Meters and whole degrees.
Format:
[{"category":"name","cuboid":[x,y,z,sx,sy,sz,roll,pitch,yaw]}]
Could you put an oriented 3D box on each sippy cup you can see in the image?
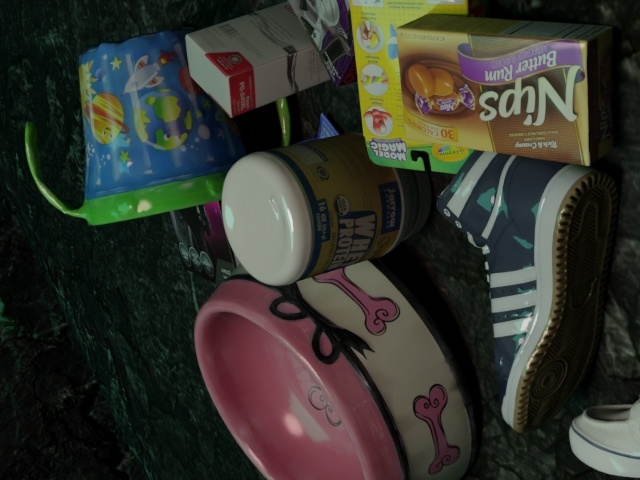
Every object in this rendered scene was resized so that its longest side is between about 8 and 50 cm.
[{"category":"sippy cup","cuboid":[-0.212,-0.151,1.381,0.240,0.305,0.224,-7,98,49]}]

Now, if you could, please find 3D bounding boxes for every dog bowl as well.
[{"category":"dog bowl","cuboid":[-0.002,0.186,1.339,0.408,0.150,0.408,36,144,31]}]

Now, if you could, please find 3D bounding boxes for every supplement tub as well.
[{"category":"supplement tub","cuboid":[0.009,-0.040,1.160,0.144,0.199,0.144,24,121,47]}]

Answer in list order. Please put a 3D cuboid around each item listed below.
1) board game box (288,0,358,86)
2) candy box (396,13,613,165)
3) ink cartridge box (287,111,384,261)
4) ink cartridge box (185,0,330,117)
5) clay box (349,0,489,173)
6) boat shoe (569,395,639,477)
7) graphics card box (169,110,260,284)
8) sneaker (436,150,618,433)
[{"category":"board game box","cuboid":[-0.015,-0.369,1.171,0.347,0.056,0.208,62,149,17]},{"category":"candy box","cuboid":[0.159,-0.134,0.922,0.186,0.053,0.109,14,123,38]},{"category":"ink cartridge box","cuboid":[0.000,0.000,1.398,0.186,0.065,0.311,57,150,24]},{"category":"ink cartridge box","cuboid":[-0.069,-0.220,1.265,0.109,0.150,0.063,47,150,40]},{"category":"clay box","cuboid":[0.099,-0.177,1.023,0.127,0.053,0.222,10,121,31]},{"category":"boat shoe","cuboid":[0.308,0.148,0.872,0.258,0.095,0.084,-5,100,53]},{"category":"graphics card box","cuboid":[-0.172,-0.118,1.614,0.232,0.094,0.371,18,125,58]},{"category":"sneaker","cuboid":[0.184,0.036,1.006,0.153,0.099,0.282,35,132,43]}]
